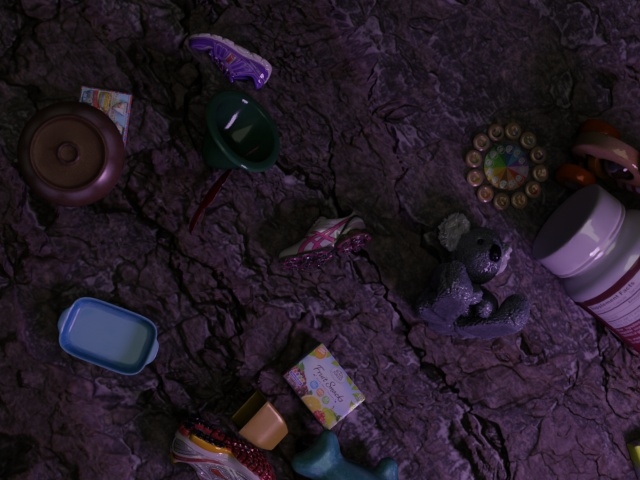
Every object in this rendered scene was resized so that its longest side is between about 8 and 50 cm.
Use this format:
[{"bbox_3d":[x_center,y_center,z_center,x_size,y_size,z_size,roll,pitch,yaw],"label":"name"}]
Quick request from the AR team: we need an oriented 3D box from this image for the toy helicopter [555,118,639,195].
[{"bbox_3d":[0.665,-0.114,1.611,0.355,0.235,0.140,32,82,-8],"label":"toy helicopter"}]

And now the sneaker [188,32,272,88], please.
[{"bbox_3d":[-0.178,-0.346,1.557,0.169,0.068,0.071,25,89,-9],"label":"sneaker"}]

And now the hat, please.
[{"bbox_3d":[-0.204,-0.165,1.566,0.173,0.183,0.208,49,39,-12],"label":"hat"}]

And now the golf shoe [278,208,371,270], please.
[{"bbox_3d":[0.000,0.000,1.581,0.186,0.067,0.086,-20,65,-10],"label":"golf shoe"}]

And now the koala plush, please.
[{"bbox_3d":[0.292,0.064,1.587,0.196,0.203,0.221,26,62,-17],"label":"koala plush"}]

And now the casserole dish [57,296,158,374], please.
[{"bbox_3d":[-0.395,0.177,1.510,0.188,0.037,0.114,22,84,-8],"label":"casserole dish"}]

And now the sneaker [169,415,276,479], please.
[{"bbox_3d":[-0.181,0.421,1.525,0.225,0.088,0.093,33,103,-7],"label":"sneaker"}]

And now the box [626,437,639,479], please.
[{"bbox_3d":[0.723,0.493,1.692,0.109,0.042,0.178,-18,91,-10],"label":"box"}]

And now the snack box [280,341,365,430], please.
[{"bbox_3d":[0.005,0.283,1.576,0.100,0.037,0.141,-39,95,-11],"label":"snack box"}]

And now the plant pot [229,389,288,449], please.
[{"bbox_3d":[-0.109,0.348,1.534,0.081,0.081,0.083,-46,106,-9],"label":"plant pot"}]

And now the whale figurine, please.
[{"bbox_3d":[0.065,0.491,1.524,0.216,0.141,0.272,-38,96,-9],"label":"whale figurine"}]

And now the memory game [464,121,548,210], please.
[{"bbox_3d":[0.386,-0.153,1.675,0.186,0.012,0.186,0,87,-10],"label":"memory game"}]

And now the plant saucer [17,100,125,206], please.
[{"bbox_3d":[-0.466,-0.161,1.503,0.198,0.036,0.199,0,93,-7],"label":"plant saucer"}]

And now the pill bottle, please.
[{"bbox_3d":[0.630,0.081,1.602,0.392,0.224,0.224,38,82,-6],"label":"pill bottle"}]

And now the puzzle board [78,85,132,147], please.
[{"bbox_3d":[-0.415,-0.224,1.536,0.096,0.011,0.128,8,87,-10],"label":"puzzle board"}]
